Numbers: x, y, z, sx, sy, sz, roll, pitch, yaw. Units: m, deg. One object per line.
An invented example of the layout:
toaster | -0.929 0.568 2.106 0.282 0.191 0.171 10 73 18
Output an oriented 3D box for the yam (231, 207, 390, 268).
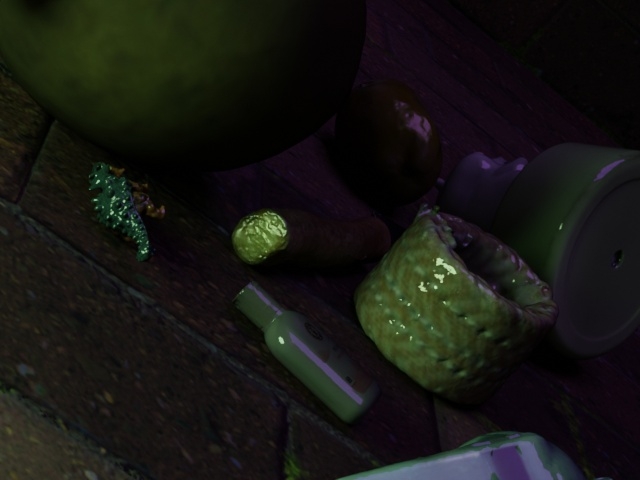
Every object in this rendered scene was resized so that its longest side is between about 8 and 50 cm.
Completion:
yam | 0.000 0.000 1.616 0.066 0.066 0.299 48 17 19

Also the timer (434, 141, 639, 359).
timer | 0.291 -0.025 2.029 0.315 0.291 0.290 27 4 43

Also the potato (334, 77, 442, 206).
potato | 0.097 -0.137 1.998 0.154 0.137 0.200 36 18 -20

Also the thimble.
thimble | 0.157 0.074 1.635 0.229 0.148 0.196 21 28 -43

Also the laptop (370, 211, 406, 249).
laptop | 0.137 0.039 1.879 0.129 0.016 0.180 30 21 -35

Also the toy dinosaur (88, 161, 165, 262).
toy dinosaur | -0.177 -0.027 1.333 0.055 0.049 0.154 30 17 -40

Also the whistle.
whistle | 0.132 0.245 1.253 0.289 0.163 0.163 -9 44 -21

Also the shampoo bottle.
shampoo bottle | -0.014 0.103 1.386 0.165 0.040 0.080 44 20 3

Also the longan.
longan | -0.137 -0.237 1.459 0.404 0.336 0.404 10 -3 0
